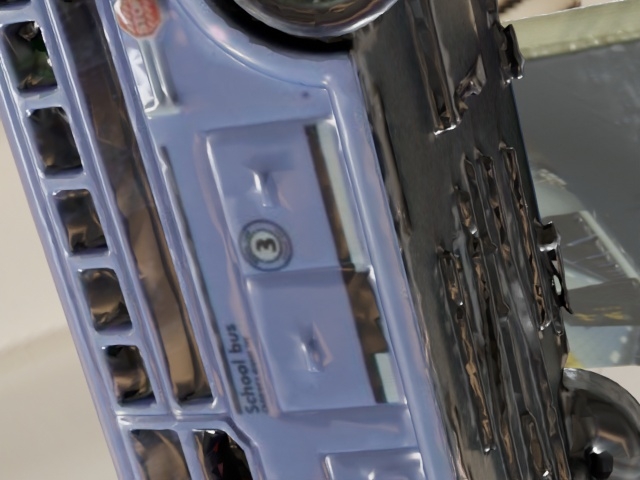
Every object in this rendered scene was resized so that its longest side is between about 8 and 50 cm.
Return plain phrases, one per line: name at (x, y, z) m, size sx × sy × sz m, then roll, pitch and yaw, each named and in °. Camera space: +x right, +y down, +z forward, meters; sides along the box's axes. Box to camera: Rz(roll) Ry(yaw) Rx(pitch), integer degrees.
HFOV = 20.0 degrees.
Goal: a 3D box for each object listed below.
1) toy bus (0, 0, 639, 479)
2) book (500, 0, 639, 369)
toy bus at (0.000, 0.000, 0.478) m, size 0.133 × 0.125 × 0.292 m, roll -6°, pitch -67°, yaw 22°
book at (0.086, -0.008, 0.824) m, size 0.374 × 0.262 × 0.028 m, roll -7°, pitch -123°, yaw 32°
